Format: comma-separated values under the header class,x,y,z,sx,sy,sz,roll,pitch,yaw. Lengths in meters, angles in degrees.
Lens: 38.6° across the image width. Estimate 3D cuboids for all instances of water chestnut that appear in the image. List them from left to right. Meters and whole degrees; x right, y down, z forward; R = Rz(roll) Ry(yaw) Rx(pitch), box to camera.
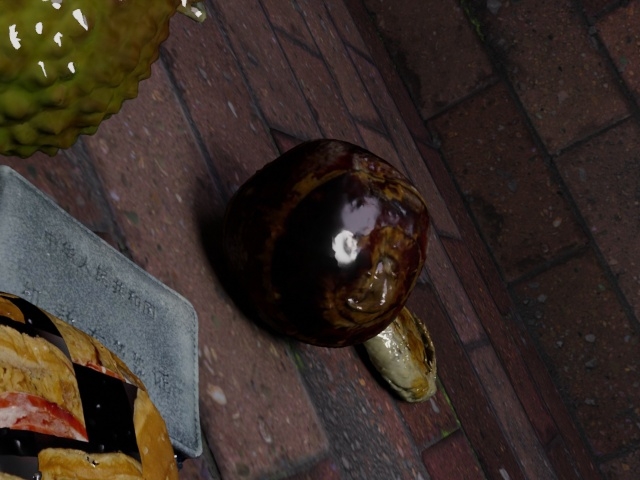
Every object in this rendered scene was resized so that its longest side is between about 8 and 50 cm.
class,x,y,z,sx,sy,sz,roll,pitch,yaw
water chestnut,0.000,0.000,0.970,0.223,0.238,0.224,-6,100,-38

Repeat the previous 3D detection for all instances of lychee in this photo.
class,x,y,z,sx,sy,sz,roll,pitch,yaw
lychee,-0.208,-0.185,0.567,0.270,0.270,0.320,57,7,-14

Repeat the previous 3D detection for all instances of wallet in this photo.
class,x,y,z,sx,sy,sz,roll,pitch,yaw
wallet,-0.166,0.060,0.671,0.222,0.036,0.167,46,24,-39

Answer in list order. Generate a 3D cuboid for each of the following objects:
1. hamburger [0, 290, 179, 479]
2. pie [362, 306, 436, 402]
class,x,y,z,sx,sy,sz,roll,pitch,yaw
hamburger,-0.153,0.139,0.488,0.231,0.106,0.231,58,11,-18
pie,0.095,0.110,1.277,0.274,0.055,0.274,57,14,-22
